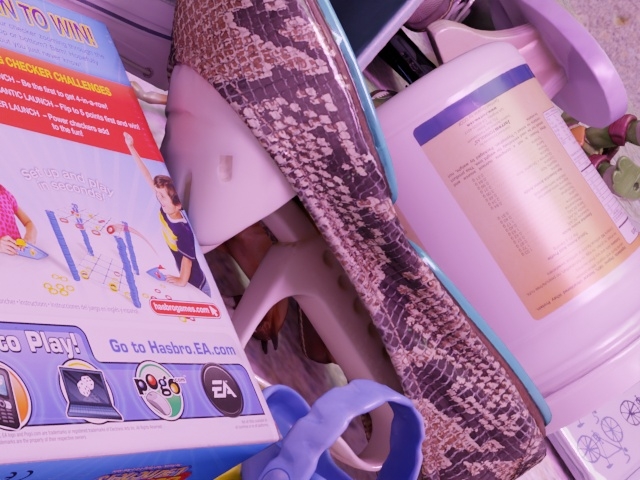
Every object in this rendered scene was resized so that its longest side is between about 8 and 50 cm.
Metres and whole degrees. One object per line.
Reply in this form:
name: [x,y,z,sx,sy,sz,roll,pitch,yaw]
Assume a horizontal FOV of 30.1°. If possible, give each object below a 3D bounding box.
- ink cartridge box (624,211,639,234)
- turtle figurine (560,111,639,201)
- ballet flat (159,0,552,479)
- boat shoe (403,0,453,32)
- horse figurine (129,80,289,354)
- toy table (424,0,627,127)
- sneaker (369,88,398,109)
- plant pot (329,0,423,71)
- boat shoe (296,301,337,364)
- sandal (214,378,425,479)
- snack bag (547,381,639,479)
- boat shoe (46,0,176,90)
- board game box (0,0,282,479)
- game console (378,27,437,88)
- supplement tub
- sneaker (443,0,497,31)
ink cartridge box: [0.416,0.104,1.588,0.201,0.117,0.278,21,42,-52]
turtle figurine: [0.341,-0.164,1.661,0.198,0.266,0.274,-22,113,-30]
ballet flat: [-0.004,0.012,0.809,0.483,0.182,0.164,60,-16,-21]
boat shoe: [0.131,-0.375,1.624,0.130,0.132,0.355,46,21,-33]
horse figurine: [-0.080,-0.060,0.917,0.174,0.066,0.263,34,34,-27]
toy table: [0.244,-0.206,1.517,0.252,0.161,0.274,61,-5,-28]
sneaker: [0.065,-0.128,1.293,0.192,0.064,0.086,20,36,-56]
plant pot: [-0.035,-0.315,1.097,0.248,0.247,0.252,44,-8,-26]
boat shoe: [0.000,0.000,0.963,0.073,0.073,0.207,53,40,-63]
sandal: [0.014,0.203,0.674,0.126,0.138,0.317,30,37,-49]
snack bag: [0.386,0.221,1.328,0.323,0.037,0.342,-24,78,-42]
boat shoe: [-0.191,-0.168,0.818,0.226,0.076,0.083,22,18,-13]
board game box: [-0.189,-0.008,0.614,0.308,0.086,0.302,11,49,-58]
game console: [0.090,-0.205,1.351,0.213,0.044,0.361,37,14,-37]
supplement tub: [0.161,0.005,1.089,0.316,0.228,0.228,58,24,2]
sneaker: [0.190,-0.361,1.770,0.146,0.122,0.330,37,24,-23]
